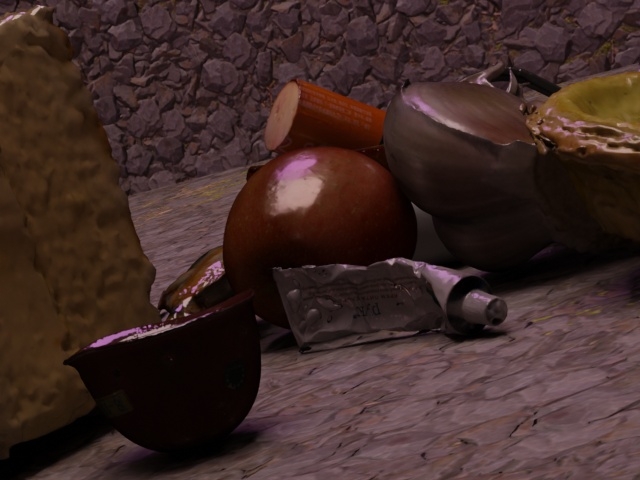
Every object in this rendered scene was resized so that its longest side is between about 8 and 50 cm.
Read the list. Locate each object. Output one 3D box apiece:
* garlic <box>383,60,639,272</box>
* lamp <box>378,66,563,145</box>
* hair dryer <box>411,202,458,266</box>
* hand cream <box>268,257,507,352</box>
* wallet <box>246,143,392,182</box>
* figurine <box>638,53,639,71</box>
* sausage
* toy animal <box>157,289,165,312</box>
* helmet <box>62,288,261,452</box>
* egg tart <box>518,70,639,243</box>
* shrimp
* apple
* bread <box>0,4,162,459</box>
[{"bbox_3d":[0.188,-0.086,1.864,0.237,0.210,0.292,-35,32,-10],"label":"garlic"},{"bbox_3d":[0.216,-0.137,2.154,0.283,0.124,0.203,13,-2,2],"label":"lamp"},{"bbox_3d":[0.169,-0.041,2.162,0.173,0.108,0.357,-13,1,5],"label":"hair dryer"},{"bbox_3d":[0.061,0.054,1.698,0.257,0.084,0.050,-3,22,46],"label":"hand cream"},{"bbox_3d":[0.007,-0.033,2.255,0.031,0.137,0.255,-1,-5,-44],"label":"wallet"},{"bbox_3d":[0.481,-0.158,1.930,0.315,0.206,0.284,-10,19,12],"label":"figurine"},{"bbox_3d":[0.092,-0.102,2.352,0.312,0.093,0.093,19,-5,-19],"label":"sausage"},{"bbox_3d":[-0.265,0.073,2.212,0.219,0.095,0.155,-20,3,-18],"label":"toy animal"},{"bbox_3d":[-0.115,0.111,1.515,0.155,0.106,0.175,-20,6,-41],"label":"helmet"},{"bbox_3d":[0.324,-0.063,1.661,0.315,0.120,0.315,2,17,-1],"label":"egg tart"},{"bbox_3d":[-0.127,0.068,1.948,0.145,0.059,0.254,-49,-2,34],"label":"shrimp"},{"bbox_3d":[0.000,0.000,1.872,0.181,0.181,0.168,-13,29,22],"label":"apple"},{"bbox_3d":[-0.358,0.017,1.756,0.279,0.371,0.390,-28,9,-40],"label":"bread"}]
